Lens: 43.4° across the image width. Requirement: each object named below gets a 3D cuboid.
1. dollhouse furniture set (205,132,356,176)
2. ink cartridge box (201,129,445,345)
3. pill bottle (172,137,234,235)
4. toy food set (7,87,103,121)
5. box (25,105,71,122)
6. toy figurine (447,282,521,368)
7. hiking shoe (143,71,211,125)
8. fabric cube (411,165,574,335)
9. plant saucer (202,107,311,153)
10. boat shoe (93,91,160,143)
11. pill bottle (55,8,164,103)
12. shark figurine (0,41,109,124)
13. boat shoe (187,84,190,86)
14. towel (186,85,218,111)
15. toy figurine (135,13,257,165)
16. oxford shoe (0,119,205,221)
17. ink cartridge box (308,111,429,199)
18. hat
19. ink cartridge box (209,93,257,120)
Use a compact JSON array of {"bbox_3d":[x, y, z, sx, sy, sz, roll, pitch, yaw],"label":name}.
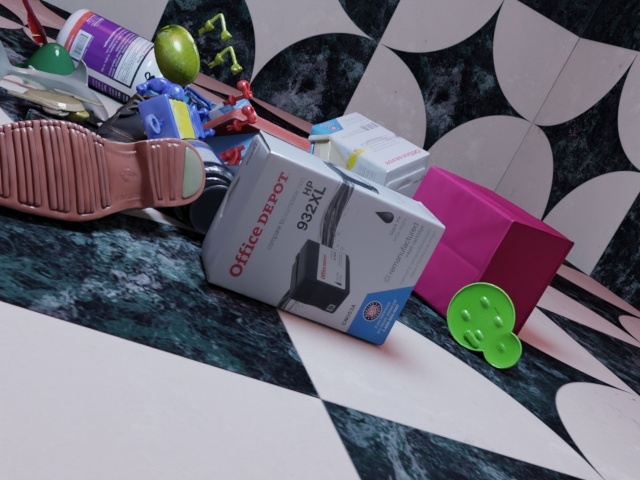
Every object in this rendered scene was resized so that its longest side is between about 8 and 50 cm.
[{"bbox_3d":[-0.094,-0.085,1.775,0.303,0.198,0.286,-1,-21,20],"label":"dollhouse furniture set"},{"bbox_3d":[0.000,0.000,1.252,0.307,0.223,0.129,22,14,-20],"label":"ink cartridge box"},{"bbox_3d":[-0.213,-0.093,1.421,0.123,0.122,0.219,19,16,-31],"label":"pill bottle"},{"bbox_3d":[-0.535,-0.270,1.619,0.132,0.038,0.192,19,15,9],"label":"toy food set"},{"bbox_3d":[-0.533,-0.234,1.576,0.083,0.018,0.067,22,14,-21],"label":"box"},{"bbox_3d":[0.343,0.174,1.562,0.173,0.130,0.159,58,16,24],"label":"toy figurine"},{"bbox_3d":[-0.357,-0.340,2.097,0.113,0.132,0.304,34,14,27],"label":"hiking shoe"},{"bbox_3d":[0.335,0.028,1.753,0.254,0.259,0.258,15,19,-44],"label":"fabric cube"},{"bbox_3d":[-0.167,-0.213,1.810,0.258,0.047,0.259,21,-25,-39],"label":"plant saucer"},{"bbox_3d":[-0.383,-0.251,1.690,0.132,0.130,0.355,24,13,-11],"label":"boat shoe"},{"bbox_3d":[-0.536,-0.475,2.163,0.323,0.181,0.181,27,13,-4],"label":"pill bottle"},{"bbox_3d":[-0.580,-0.360,1.781,0.278,0.116,0.166,27,11,-10],"label":"shark figurine"},{"bbox_3d":[-0.551,-0.478,2.349,0.335,0.121,0.119,13,23,-10],"label":"boat shoe"},{"bbox_3d":[-0.265,-0.342,2.345,0.285,0.034,0.209,39,1,-38],"label":"towel"},{"bbox_3d":[-0.262,-0.258,1.547,0.191,0.362,0.217,-13,4,25],"label":"toy figurine"},{"bbox_3d":[-0.362,-0.091,1.194,0.147,0.140,0.397,-5,-5,40],"label":"oxford shoe"},{"bbox_3d":[0.118,-0.192,2.197,0.270,0.197,0.198,34,38,28],"label":"ink cartridge box"},{"bbox_3d":[-0.625,-0.465,1.931,0.173,0.183,0.208,30,13,13],"label":"hat"},{"bbox_3d":[-0.208,-0.289,2.152,0.061,0.104,0.181,-48,116,-40],"label":"ink cartridge box"}]
